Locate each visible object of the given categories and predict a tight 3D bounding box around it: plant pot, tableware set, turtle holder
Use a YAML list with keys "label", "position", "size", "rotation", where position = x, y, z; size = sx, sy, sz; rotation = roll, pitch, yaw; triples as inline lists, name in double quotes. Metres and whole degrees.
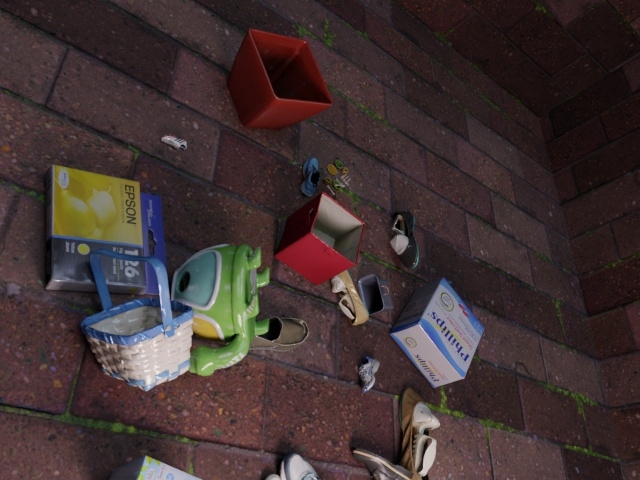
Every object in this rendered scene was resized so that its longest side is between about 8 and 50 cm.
- label: "plant pot"
  position: [-0.163, -0.523, 1.923]
  size: [0.267, 0.236, 0.267]
  rotation: [-8, 72, -45]
- label: "tableware set"
  position: [0.061, -0.246, 2.126]
  size: [0.104, 0.024, 0.154]
  rotation: [52, 43, -6]
- label: "turtle holder"
  position: [-0.255, 0.169, 1.440]
  size: [0.243, 0.228, 0.320]
  rotation: [39, 49, -87]

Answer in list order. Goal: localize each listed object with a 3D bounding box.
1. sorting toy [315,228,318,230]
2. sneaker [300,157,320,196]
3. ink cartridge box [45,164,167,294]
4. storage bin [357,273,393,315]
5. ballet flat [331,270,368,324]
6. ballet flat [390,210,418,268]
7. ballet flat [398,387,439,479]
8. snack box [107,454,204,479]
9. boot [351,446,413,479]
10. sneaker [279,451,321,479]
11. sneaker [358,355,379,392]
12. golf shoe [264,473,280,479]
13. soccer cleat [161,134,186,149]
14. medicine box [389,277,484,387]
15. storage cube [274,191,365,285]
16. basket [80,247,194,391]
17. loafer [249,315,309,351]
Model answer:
- label: "sorting toy"
  position: [0.000, -0.056, 1.950]
  size: [0.102, 0.042, 0.061]
  rotation: [5, 78, -55]
- label: "sneaker"
  position: [-0.022, -0.233, 2.003]
  size: [0.063, 0.073, 0.162]
  rotation: [26, 50, -30]
- label: "ink cartridge box"
  position: [-0.523, -0.019, 1.410]
  size: [0.307, 0.072, 0.303]
  rotation: [7, 61, -39]
- label: "storage bin"
  position: [0.203, 0.190, 1.955]
  size: [0.091, 0.098, 0.135]
  rotation: [13, 57, -50]
- label: "ballet flat"
  position: [0.082, 0.174, 1.860]
  size: [0.073, 0.080, 0.232]
  rotation: [-26, 84, -33]
- label: "ballet flat"
  position: [0.317, -0.009, 2.186]
  size: [0.096, 0.095, 0.280]
  rotation: [24, 41, -20]
- label: "ballet flat"
  position: [0.313, 0.621, 1.770]
  size: [0.116, 0.124, 0.342]
  rotation: [36, 46, -24]
- label: "snack box"
  position: [-0.327, 0.536, 1.179]
  size: [0.207, 0.174, 0.070]
  rotation: [35, 43, -22]
- label: "boot"
  position: [0.160, 0.698, 1.627]
  size: [0.198, 0.077, 0.137]
  rotation: [28, 72, -3]
- label: "sneaker"
  position: [0.003, 0.668, 1.450]
  size: [0.110, 0.122, 0.283]
  rotation: [-29, 87, -49]
- label: "sneaker"
  position: [0.143, 0.426, 1.790]
  size: [0.058, 0.052, 0.135]
  rotation: [36, 38, -9]
- label: "golf shoe"
  position: [-0.114, 0.661, 1.373]
  size: [0.069, 0.086, 0.176]
  rotation: [30, 47, -25]
- label: "soccer cleat"
  position: [-0.438, -0.294, 1.682]
  size: [0.083, 0.029, 0.035]
  rotation: [5, 59, -47]
- label: "medicine box"
  position: [0.428, 0.330, 2.034]
  size: [0.263, 0.149, 0.289]
  rotation: [51, 41, -8]
- label: "storage cube"
  position: [0.000, 0.000, 1.796]
  size: [0.215, 0.193, 0.183]
  rotation: [36, 46, -23]
- label: "basket"
  position: [-0.413, 0.165, 1.248]
  size: [0.201, 0.255, 0.288]
  rotation: [-28, 117, -45]
- label: "loafer"
  position: [-0.123, 0.266, 1.598]
  size: [0.251, 0.087, 0.094]
  rotation: [0, 66, -43]
